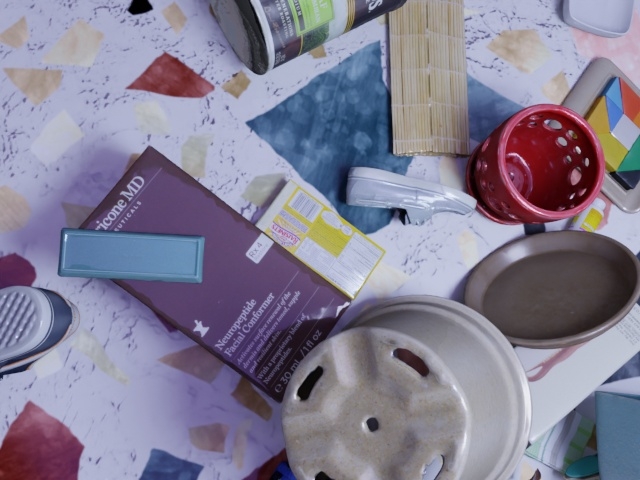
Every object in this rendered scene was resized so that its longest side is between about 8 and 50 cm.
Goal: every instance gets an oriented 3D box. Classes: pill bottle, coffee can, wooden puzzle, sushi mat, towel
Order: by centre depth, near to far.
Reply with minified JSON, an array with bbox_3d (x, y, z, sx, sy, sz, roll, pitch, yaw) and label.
[{"bbox_3d":[-0.021,-0.416,1.042,0.275,0.201,0.201,-31,90,-15],"label":"coffee can"},{"bbox_3d":[0.402,0.335,1.132,0.152,0.023,0.113,30,78,-8],"label":"towel"},{"bbox_3d":[0.196,-0.305,1.172,0.151,0.019,0.316,1,82,-12],"label":"sushi mat"},{"bbox_3d":[0.493,-0.038,1.193,0.043,0.043,0.083,37,76,-6],"label":"pill bottle"},{"bbox_3d":[0.570,-0.204,1.234,0.239,0.044,0.221,39,76,-6],"label":"wooden puzzle"}]

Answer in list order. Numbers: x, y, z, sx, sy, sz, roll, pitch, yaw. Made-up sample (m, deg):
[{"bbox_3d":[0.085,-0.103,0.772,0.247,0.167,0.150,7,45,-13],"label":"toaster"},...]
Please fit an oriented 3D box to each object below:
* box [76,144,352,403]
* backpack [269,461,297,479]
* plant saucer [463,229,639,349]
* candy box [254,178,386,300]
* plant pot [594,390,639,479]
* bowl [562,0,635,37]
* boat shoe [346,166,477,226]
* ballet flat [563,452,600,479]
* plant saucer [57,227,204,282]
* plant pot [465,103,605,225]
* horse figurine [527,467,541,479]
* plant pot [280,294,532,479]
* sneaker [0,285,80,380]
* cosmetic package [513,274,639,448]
[{"bbox_3d":[-0.162,0.054,0.978,0.381,0.143,0.191,37,77,-4],"label":"box"},{"bbox_3d":[-0.026,0.378,0.974,0.098,0.120,0.101,33,77,-6],"label":"backpack"},{"bbox_3d":[0.374,0.080,1.053,0.278,0.278,0.041,-33,121,-15],"label":"plant saucer"},{"bbox_3d":[0.000,0.000,1.080,0.206,0.027,0.105,37,78,-6],"label":"candy box"},{"bbox_3d":[0.573,0.374,0.953,0.248,0.247,0.252,10,84,-21],"label":"plant pot"},{"bbox_3d":[0.534,-0.463,1.256,0.142,0.053,0.142,13,79,-11],"label":"bowl"},{"bbox_3d":[0.151,-0.064,1.105,0.228,0.079,0.081,13,89,-7],"label":"boat shoe"},{"bbox_3d":[0.491,0.394,1.119,0.168,0.057,0.052,-18,100,-26],"label":"ballet flat"},{"bbox_3d":[-0.257,0.020,0.883,0.192,0.018,0.067,3,84,-10],"label":"plant saucer"},{"bbox_3d":[0.350,-0.117,1.102,0.191,0.174,0.191,2,82,-14],"label":"plant pot"},{"bbox_3d":[0.236,0.436,1.023,0.263,0.174,0.066,-11,76,-28],"label":"horse figurine"},{"bbox_3d":[0.104,0.231,0.862,0.334,0.305,0.333,-3,81,19],"label":"plant pot"},{"bbox_3d":[-0.493,0.143,0.904,0.321,0.127,0.126,-11,78,10],"label":"sneaker"},{"bbox_3d":[0.390,0.207,1.068,0.296,0.153,0.129,-34,68,-17],"label":"cosmetic package"}]
